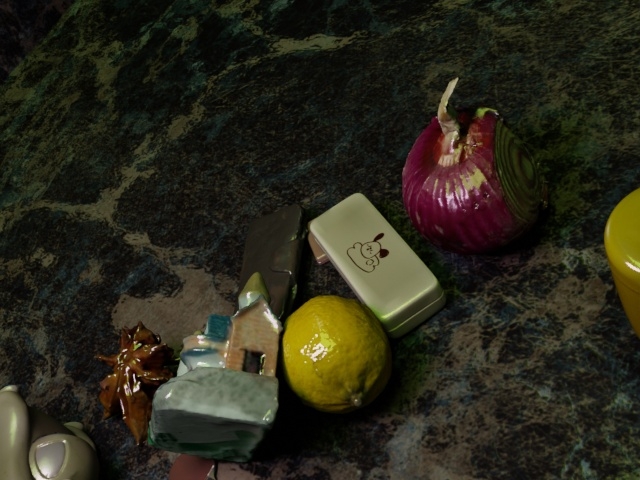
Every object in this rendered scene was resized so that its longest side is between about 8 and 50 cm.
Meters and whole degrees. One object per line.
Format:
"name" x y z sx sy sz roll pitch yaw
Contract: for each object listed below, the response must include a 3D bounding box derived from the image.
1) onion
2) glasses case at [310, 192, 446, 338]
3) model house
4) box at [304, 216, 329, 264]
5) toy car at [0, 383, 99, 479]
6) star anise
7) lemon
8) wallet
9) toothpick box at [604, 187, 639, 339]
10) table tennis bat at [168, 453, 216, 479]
"onion" 0.258 -0.090 1.513 0.231 0.272 0.256 -65 12 -20
"glasses case" 0.102 0.041 1.600 0.131 0.070 0.313 -33 45 -3
"model house" -0.171 0.191 1.484 0.194 0.267 0.325 13 59 -8
"box" 0.000 0.000 1.757 0.048 0.025 0.115 -28 43 4
"toy car" -0.499 0.430 1.570 0.226 0.242 0.336 -35 44 7
"star anise" -0.311 0.263 1.666 0.346 0.148 0.237 -27 65 9
"lemon" 0.025 0.195 1.448 0.192 0.192 0.231 -32 39 7
"wallet" -0.108 0.062 1.749 0.165 0.042 0.310 -25 42 35
"toothpick box" 0.502 0.057 1.187 0.174 0.271 0.175 -14 50 18
"table tennis bat" -0.218 0.431 1.544 0.158 0.014 0.095 12 60 43
